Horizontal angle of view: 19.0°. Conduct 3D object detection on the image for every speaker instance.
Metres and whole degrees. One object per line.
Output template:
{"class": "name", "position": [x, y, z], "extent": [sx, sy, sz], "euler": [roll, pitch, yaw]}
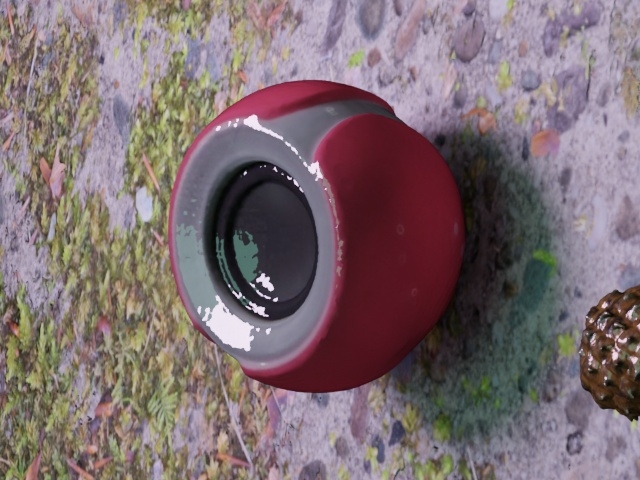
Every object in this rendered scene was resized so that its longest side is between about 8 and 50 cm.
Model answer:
{"class": "speaker", "position": [0.000, 0.000, 1.794], "extent": [0.294, 0.294, 0.294], "euler": [-9, 79, 57]}

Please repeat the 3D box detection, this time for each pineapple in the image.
{"class": "pineapple", "position": [0.311, 0.092, 1.458], "extent": [0.237, 0.119, 0.111], "euler": [0, 43, 53]}
